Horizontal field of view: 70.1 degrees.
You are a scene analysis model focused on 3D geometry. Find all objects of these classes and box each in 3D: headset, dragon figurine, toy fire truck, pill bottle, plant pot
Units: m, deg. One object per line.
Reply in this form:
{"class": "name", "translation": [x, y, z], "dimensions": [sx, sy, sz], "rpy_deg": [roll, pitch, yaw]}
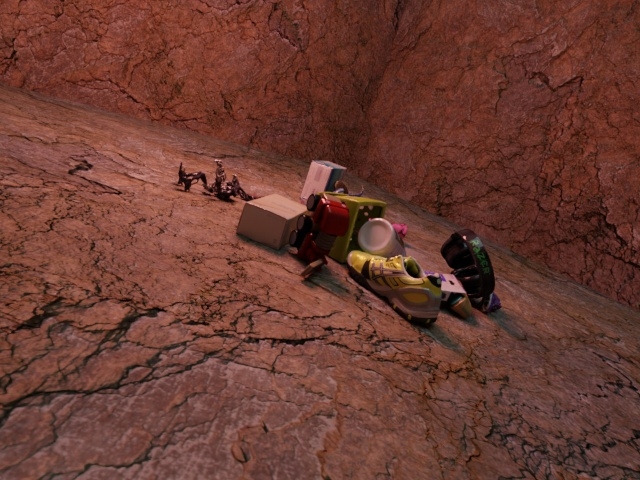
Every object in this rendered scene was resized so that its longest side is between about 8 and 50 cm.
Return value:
{"class": "headset", "translation": [0.561, 0.088, 1.682], "dimensions": [0.185, 0.244, 0.394], "rpy_deg": [-18, -13, -3]}
{"class": "dragon figurine", "translation": [0.109, -0.198, 2.219], "dimensions": [0.085, 0.289, 0.144], "rpy_deg": [38, -15, 45]}
{"class": "toy fire truck", "translation": [0.000, 0.000, 1.384], "dimensions": [0.158, 0.217, 0.246], "rpy_deg": [12, 31, -29]}
{"class": "pill bottle", "translation": [0.229, 0.021, 1.626], "dimensions": [0.131, 0.131, 0.229], "rpy_deg": [29, -6, 32]}
{"class": "plant pot", "translation": [0.083, -0.063, 1.673], "dimensions": [0.207, 0.228, 0.228], "rpy_deg": [22, 14, 32]}

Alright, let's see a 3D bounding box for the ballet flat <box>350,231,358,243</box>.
{"class": "ballet flat", "translation": [0.146, -0.013, 1.874], "dimensions": [0.248, 0.086, 0.086], "rpy_deg": [19, 15, 1]}

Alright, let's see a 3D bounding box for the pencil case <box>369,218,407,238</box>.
{"class": "pencil case", "translation": [0.302, -0.057, 2.179], "dimensions": [0.209, 0.095, 0.098], "rpy_deg": [13, 23, -17]}

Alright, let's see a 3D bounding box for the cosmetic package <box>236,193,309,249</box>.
{"class": "cosmetic package", "translation": [-0.156, -0.075, 1.607], "dimensions": [0.160, 0.113, 0.309], "rpy_deg": [22, 14, 7]}

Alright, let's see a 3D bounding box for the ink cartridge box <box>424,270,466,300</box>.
{"class": "ink cartridge box", "translation": [0.370, 0.148, 1.559], "dimensions": [0.208, 0.045, 0.206], "rpy_deg": [8, 13, 3]}

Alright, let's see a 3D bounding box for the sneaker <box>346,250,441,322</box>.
{"class": "sneaker", "translation": [0.230, 0.103, 1.403], "dimensions": [0.145, 0.147, 0.384], "rpy_deg": [5, 19, -40]}

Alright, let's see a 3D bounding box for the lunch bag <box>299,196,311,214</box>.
{"class": "lunch bag", "translation": [-0.056, -0.158, 2.108], "dimensions": [0.083, 0.071, 0.053], "rpy_deg": [21, 13, 3]}

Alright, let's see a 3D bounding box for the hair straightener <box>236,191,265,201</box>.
{"class": "hair straightener", "translation": [-0.280, -0.182, 1.947], "dimensions": [0.230, 0.047, 0.089], "rpy_deg": [24, 15, 15]}

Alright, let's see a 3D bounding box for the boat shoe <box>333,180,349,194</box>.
{"class": "boat shoe", "translation": [0.115, -0.234, 2.477], "dimensions": [0.073, 0.080, 0.224], "rpy_deg": [9, -32, 40]}

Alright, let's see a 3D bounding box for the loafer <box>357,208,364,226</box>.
{"class": "loafer", "translation": [0.164, -0.119, 2.070], "dimensions": [0.223, 0.078, 0.076], "rpy_deg": [49, 16, -9]}

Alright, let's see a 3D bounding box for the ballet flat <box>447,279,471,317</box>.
{"class": "ballet flat", "translation": [0.466, 0.200, 1.552], "dimensions": [0.073, 0.080, 0.232], "rpy_deg": [48, 17, -4]}

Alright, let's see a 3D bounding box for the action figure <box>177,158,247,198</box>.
{"class": "action figure", "translation": [-0.418, -0.245, 1.821], "dimensions": [0.275, 0.141, 0.164], "rpy_deg": [9, 17, -27]}

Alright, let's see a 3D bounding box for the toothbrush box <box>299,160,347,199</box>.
{"class": "toothbrush box", "translation": [0.019, -0.312, 2.477], "dimensions": [0.126, 0.217, 0.295], "rpy_deg": [23, 14, 12]}

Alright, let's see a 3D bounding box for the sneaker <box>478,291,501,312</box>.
{"class": "sneaker", "translation": [0.623, 0.225, 1.653], "dimensions": [0.071, 0.068, 0.169], "rpy_deg": [43, 27, 16]}
